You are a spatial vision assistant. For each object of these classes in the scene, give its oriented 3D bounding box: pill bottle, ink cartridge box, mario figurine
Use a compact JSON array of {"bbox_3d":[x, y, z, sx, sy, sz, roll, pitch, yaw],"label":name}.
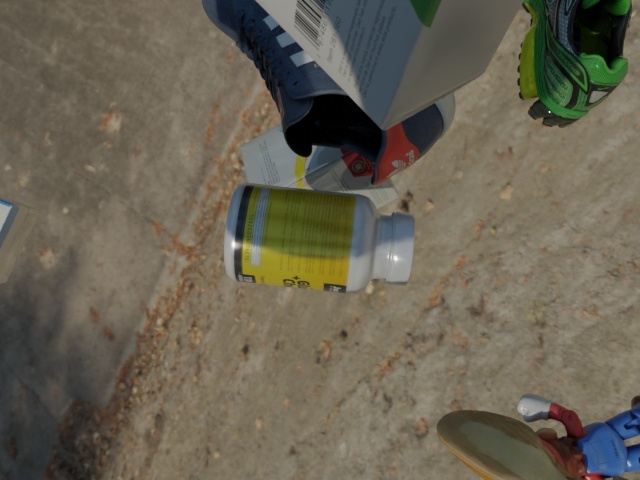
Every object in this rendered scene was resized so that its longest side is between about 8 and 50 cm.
[{"bbox_3d":[0.000,0.000,0.668,0.103,0.184,0.103,6,-90,-88],"label":"pill bottle"},{"bbox_3d":[-0.004,-0.098,0.930,0.176,0.128,0.127,-27,50,10],"label":"ink cartridge box"},{"bbox_3d":[0.011,-0.196,0.342,0.219,0.092,0.160,50,152,17],"label":"ink cartridge box"},{"bbox_3d":[0.460,0.375,1.170,0.198,0.320,0.170,-112,14,-52],"label":"mario figurine"},{"bbox_3d":[-0.352,-0.010,0.651,0.090,0.092,0.143,-67,11,-6],"label":"ink cartridge box"}]

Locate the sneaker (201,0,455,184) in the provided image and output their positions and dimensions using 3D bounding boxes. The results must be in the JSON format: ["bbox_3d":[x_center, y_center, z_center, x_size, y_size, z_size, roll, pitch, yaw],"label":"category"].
[{"bbox_3d":[-0.027,-0.189,0.742,0.148,0.350,0.131,-50,-20,-19],"label":"sneaker"}]

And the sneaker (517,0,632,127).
[{"bbox_3d":[0.343,-0.330,0.848,0.146,0.134,0.344,150,120,-69],"label":"sneaker"}]

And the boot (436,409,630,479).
[{"bbox_3d":[0.290,0.364,0.878,0.295,0.211,0.104,18,40,33],"label":"boot"}]
